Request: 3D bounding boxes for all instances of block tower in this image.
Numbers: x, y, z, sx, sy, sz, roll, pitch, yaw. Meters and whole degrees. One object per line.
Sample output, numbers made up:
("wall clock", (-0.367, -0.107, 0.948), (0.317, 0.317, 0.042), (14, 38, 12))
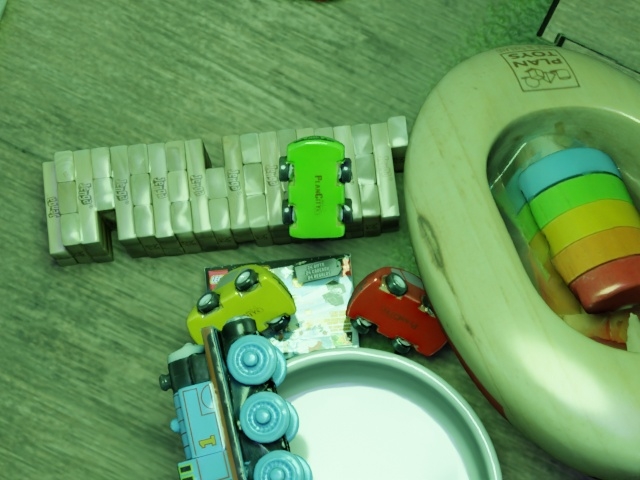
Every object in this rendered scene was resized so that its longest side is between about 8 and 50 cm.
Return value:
("block tower", (-0.083, -0.042, 1.504), (0.335, 0.091, 0.097), (-7, 78, 0))

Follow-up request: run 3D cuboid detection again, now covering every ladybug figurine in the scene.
("ladybug figurine", (0.221, 0.021, 1.403), (0.305, 0.162, 0.449), (-6, 55, -15))

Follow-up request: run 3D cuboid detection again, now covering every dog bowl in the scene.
("dog bowl", (0.025, 0.231, 1.433), (0.265, 0.104, 0.265), (0, 77, 1))

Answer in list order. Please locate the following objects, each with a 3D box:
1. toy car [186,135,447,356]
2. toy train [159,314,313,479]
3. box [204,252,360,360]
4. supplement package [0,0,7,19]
("toy car", (0.000, 0.000, 1.428), (0.239, 0.225, 0.053), (-1, 34, 0))
("toy train", (-0.072, 0.157, 1.360), (0.105, 0.080, 0.184), (-15, 77, 4))
("box", (-0.035, 0.065, 1.510), (0.137, 0.027, 0.094), (-5, 79, 0))
("supplement package", (-0.385, -0.298, 1.510), (0.175, 0.177, 0.293), (13, 79, 16))
